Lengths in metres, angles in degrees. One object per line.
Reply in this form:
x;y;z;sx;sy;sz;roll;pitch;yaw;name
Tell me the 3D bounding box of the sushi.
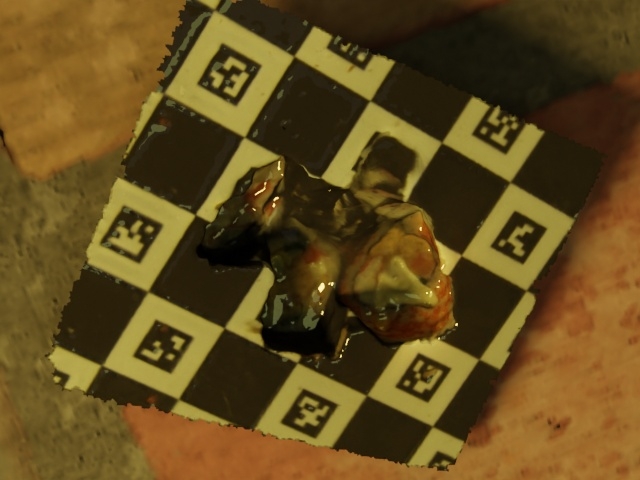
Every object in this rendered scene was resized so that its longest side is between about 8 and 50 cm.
0.000;0.000;0.647;0.210;0.040;0.193;18;107;-21;sushi
